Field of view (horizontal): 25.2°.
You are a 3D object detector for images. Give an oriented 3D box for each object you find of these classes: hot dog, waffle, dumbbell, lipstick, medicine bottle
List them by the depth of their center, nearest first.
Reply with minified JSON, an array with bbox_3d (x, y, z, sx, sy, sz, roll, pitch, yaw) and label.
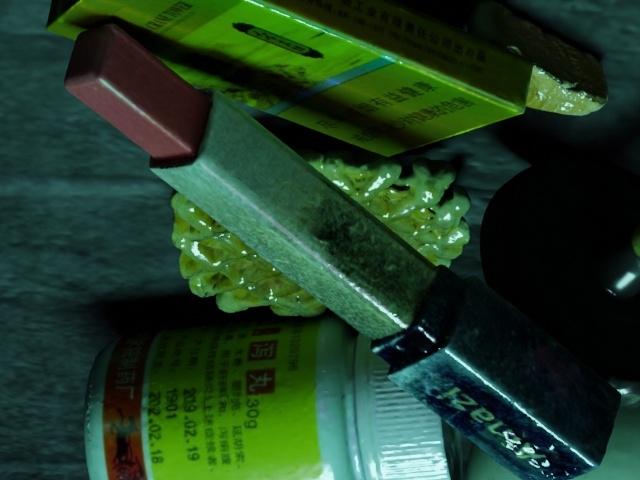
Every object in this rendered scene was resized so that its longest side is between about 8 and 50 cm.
[{"bbox_3d":[0.010,0.008,0.667,0.312,0.051,0.051,38,144,-16],"label":"lipstick"},{"bbox_3d":[0.101,-0.085,0.700,0.090,0.030,0.034,22,144,-31],"label":"hot dog"},{"bbox_3d":[0.188,-0.010,0.714,0.143,0.143,0.325,20,143,-28],"label":"dumbbell"},{"bbox_3d":[0.000,0.000,0.823,0.169,0.036,0.183,0,154,-2],"label":"waffle"},{"bbox_3d":[-0.027,0.119,0.924,0.226,0.139,0.139,-6,148,11],"label":"medicine bottle"}]

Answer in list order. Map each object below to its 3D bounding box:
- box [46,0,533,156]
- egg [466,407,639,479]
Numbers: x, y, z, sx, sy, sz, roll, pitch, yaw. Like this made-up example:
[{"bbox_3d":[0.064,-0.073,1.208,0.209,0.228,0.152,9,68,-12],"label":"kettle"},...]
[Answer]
[{"bbox_3d":[-0.016,-0.090,0.657,0.193,0.030,0.121,19,164,-26],"label":"box"},{"bbox_3d":[0.275,0.151,0.890,0.371,0.230,0.230,-1,148,-7],"label":"egg"}]
